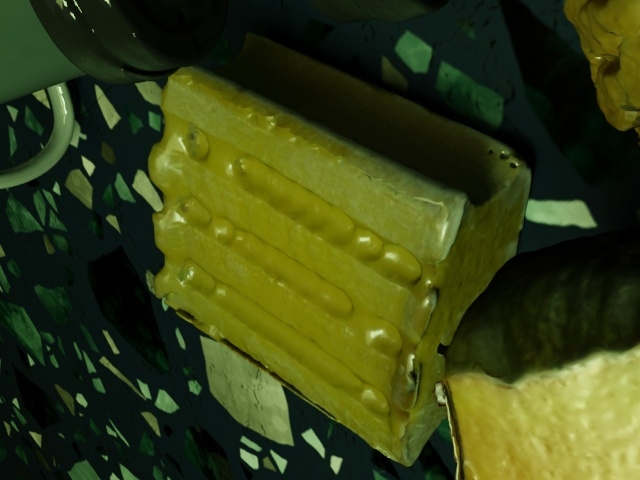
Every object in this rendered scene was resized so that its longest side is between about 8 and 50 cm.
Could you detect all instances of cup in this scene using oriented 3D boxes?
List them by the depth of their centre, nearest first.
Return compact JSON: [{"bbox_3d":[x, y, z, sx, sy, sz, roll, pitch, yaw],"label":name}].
[{"bbox_3d":[-0.417,-0.223,1.024,0.259,0.274,0.357,13,123,43],"label":"cup"}]

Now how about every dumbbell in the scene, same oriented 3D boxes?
[{"bbox_3d":[-0.060,-0.226,0.653,0.388,0.185,0.185,-7,111,30],"label":"dumbbell"}]

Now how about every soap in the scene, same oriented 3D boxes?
[{"bbox_3d":[0.000,0.000,0.820,0.335,0.156,0.294,29,130,32],"label":"soap"}]

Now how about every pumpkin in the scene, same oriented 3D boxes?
[{"bbox_3d":[0.235,0.117,0.553,0.225,0.303,0.257,2,75,38],"label":"pumpkin"}]

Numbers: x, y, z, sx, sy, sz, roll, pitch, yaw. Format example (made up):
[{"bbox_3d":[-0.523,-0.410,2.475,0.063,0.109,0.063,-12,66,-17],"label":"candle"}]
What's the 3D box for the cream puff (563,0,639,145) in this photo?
[{"bbox_3d":[0.249,-0.082,0.346,0.342,0.327,0.231,14,110,0],"label":"cream puff"}]
